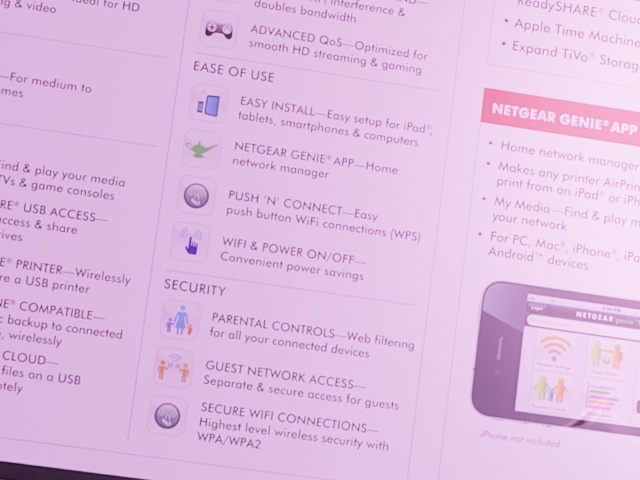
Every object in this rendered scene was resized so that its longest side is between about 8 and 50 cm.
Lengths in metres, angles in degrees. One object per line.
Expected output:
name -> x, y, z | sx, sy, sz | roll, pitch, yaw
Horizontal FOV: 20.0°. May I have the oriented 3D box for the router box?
router box -> 0.000, 0.000, 0.638 | 0.335, 0.082, 0.301 | 9, 82, -7
